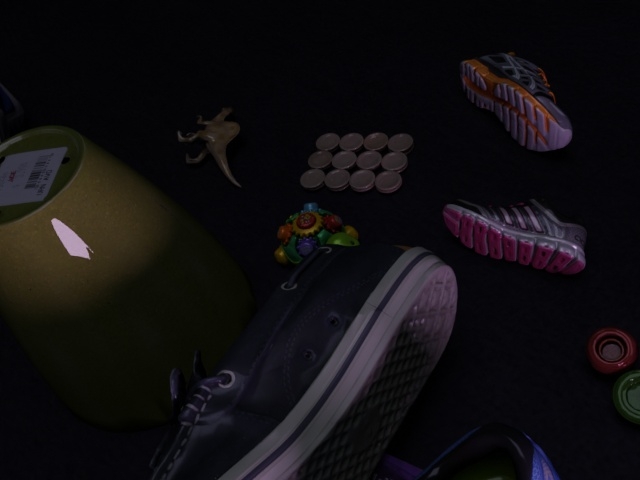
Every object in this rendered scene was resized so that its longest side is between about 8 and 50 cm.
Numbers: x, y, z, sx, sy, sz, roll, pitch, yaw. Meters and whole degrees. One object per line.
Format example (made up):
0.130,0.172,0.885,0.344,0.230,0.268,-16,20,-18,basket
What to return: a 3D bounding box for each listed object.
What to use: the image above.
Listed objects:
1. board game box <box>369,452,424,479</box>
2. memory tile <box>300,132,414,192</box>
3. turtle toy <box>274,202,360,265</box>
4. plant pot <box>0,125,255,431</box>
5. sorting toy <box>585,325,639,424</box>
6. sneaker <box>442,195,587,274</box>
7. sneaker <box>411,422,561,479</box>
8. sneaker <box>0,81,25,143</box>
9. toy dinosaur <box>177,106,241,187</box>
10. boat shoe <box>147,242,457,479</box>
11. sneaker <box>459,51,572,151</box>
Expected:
-0.035,0.337,0.581,0.208,0.056,0.346,15,58,33,board game box
0.052,-0.111,0.942,0.148,0.012,0.113,4,53,22,memory tile
0.000,0.000,0.831,0.130,0.066,0.095,32,67,35,turtle toy
-0.249,0.024,0.743,0.275,0.293,0.274,-9,49,11,plant pot
0.304,0.130,0.649,0.061,0.042,0.102,-30,59,14,sorting toy
0.230,-0.019,0.777,0.170,0.063,0.074,19,60,24,sneaker
0.045,0.253,0.449,0.130,0.147,0.330,25,64,39,sneaker
-0.573,-0.193,1.144,0.128,0.182,0.315,-20,78,4,sneaker
-0.167,-0.153,1.021,0.093,0.053,0.183,-13,49,6,toy dinosaur
-0.059,0.180,0.573,0.156,0.186,0.500,19,54,32,boat shoe
0.274,-0.199,0.898,0.083,0.084,0.215,-24,47,-8,sneaker
